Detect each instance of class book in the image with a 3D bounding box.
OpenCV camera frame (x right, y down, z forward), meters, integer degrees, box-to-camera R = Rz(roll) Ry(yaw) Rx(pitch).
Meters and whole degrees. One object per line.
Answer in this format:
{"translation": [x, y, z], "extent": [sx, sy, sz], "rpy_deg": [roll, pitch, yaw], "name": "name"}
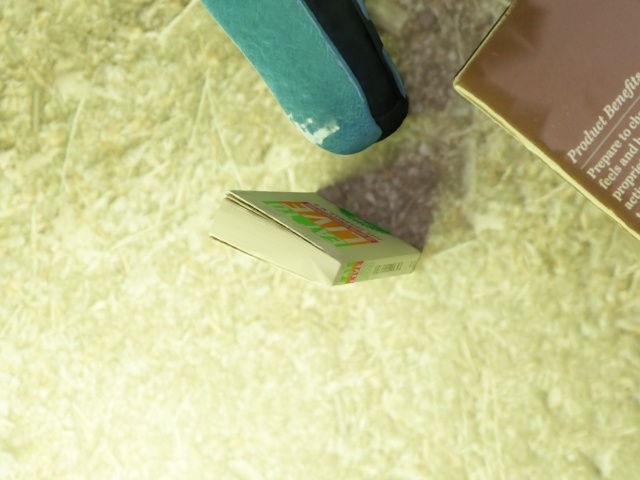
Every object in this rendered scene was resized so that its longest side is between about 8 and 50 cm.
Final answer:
{"translation": [0.000, 0.000, 1.102], "extent": [0.096, 0.144, 0.035], "rpy_deg": [28, 103, 20], "name": "book"}

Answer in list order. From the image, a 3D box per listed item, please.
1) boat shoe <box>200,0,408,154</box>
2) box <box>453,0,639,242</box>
{"translation": [-0.028, -0.176, 1.142], "extent": [0.109, 0.089, 0.258], "rpy_deg": [-27, 87, 36], "name": "boat shoe"}
{"translation": [0.291, -0.049, 0.977], "extent": [0.381, 0.143, 0.191], "rpy_deg": [43, 108, 15], "name": "box"}
